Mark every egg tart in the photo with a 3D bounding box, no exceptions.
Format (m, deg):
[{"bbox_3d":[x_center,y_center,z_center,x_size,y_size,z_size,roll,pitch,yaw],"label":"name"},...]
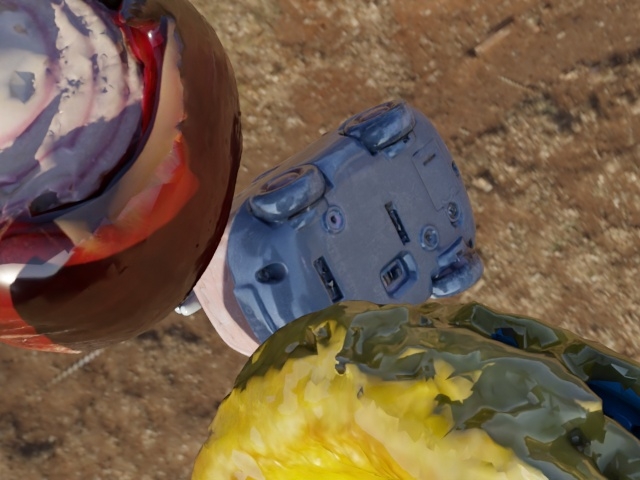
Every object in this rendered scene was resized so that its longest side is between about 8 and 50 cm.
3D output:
[{"bbox_3d":[0.091,0.200,0.443,0.388,0.169,0.388,19,115,48],"label":"egg tart"}]

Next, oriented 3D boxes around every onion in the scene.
[{"bbox_3d":[-0.222,-0.075,0.817,0.341,0.341,0.341,-12,64,26],"label":"onion"}]

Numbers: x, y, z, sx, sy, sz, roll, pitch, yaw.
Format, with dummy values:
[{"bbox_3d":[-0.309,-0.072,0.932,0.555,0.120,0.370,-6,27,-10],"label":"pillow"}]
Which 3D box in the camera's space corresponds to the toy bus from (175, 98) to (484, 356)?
[{"bbox_3d":[0.000,0.000,1.113,0.231,0.197,0.294,-8,26,50],"label":"toy bus"}]
